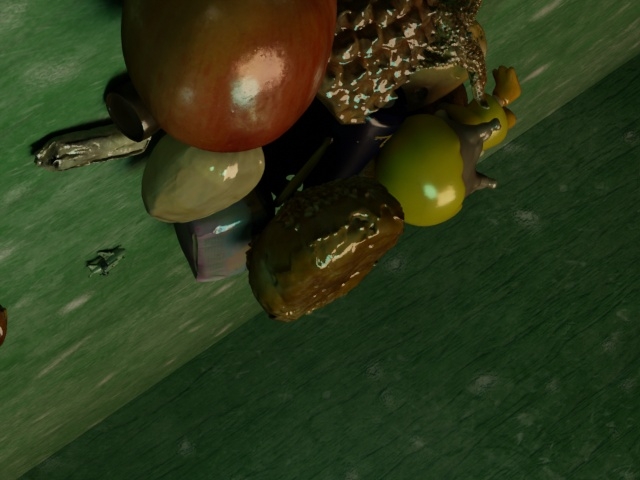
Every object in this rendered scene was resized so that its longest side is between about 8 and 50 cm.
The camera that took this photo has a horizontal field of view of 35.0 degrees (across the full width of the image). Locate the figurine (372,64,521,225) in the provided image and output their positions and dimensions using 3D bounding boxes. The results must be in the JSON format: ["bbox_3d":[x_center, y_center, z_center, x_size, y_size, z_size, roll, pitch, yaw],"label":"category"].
[{"bbox_3d":[0.243,-0.176,1.863,0.344,0.187,0.215,-43,136,-25],"label":"figurine"}]

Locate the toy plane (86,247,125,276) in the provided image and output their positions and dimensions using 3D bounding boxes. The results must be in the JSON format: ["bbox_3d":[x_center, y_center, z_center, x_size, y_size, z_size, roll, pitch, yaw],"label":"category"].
[{"bbox_3d":[-0.395,0.040,1.883,0.083,0.033,0.080,-32,155,-24],"label":"toy plane"}]

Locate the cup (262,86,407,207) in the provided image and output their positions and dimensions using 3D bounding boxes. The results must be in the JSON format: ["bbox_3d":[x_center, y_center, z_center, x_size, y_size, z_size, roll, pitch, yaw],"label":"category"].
[{"bbox_3d":[0.022,-0.160,1.764,0.178,0.255,0.256,20,136,-26],"label":"cup"}]

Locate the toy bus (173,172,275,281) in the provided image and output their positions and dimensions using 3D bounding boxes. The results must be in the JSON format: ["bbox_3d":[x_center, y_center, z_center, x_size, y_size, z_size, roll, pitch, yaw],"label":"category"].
[{"bbox_3d":[-0.187,-0.044,1.853,0.162,0.171,0.386,-19,166,-10],"label":"toy bus"}]

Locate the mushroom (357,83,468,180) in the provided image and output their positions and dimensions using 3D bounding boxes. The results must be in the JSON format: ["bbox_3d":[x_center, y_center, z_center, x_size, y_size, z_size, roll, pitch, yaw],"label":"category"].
[{"bbox_3d":[0.184,-0.212,2.080,0.239,0.345,0.345,9,157,-11],"label":"mushroom"}]

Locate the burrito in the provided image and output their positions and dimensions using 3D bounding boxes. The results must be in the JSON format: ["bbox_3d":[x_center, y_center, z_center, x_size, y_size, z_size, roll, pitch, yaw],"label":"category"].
[{"bbox_3d":[-0.307,-0.127,1.365,0.188,0.045,0.058,-21,138,-48],"label":"burrito"}]

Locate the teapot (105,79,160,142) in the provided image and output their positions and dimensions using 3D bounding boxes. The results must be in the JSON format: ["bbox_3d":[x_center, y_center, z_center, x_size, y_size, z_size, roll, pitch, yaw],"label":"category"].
[{"bbox_3d":[-0.232,-0.175,1.318,0.068,0.076,0.121,-40,-159,-31],"label":"teapot"}]

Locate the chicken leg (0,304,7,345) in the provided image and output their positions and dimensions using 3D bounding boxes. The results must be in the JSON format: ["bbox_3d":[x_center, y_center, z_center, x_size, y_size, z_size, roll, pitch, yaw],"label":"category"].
[{"bbox_3d":[-0.639,0.201,1.688,0.304,0.093,0.113,-34,-178,12],"label":"chicken leg"}]

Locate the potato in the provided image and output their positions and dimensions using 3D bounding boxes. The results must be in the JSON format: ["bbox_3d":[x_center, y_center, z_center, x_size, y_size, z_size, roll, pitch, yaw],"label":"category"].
[{"bbox_3d":[0.194,-0.325,1.854,0.234,0.150,0.146,-28,-150,17],"label":"potato"}]

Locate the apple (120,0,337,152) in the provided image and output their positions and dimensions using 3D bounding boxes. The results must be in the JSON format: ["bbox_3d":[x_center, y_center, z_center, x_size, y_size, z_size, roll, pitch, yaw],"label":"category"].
[{"bbox_3d":[-0.089,-0.227,1.082,0.242,0.242,0.241,-31,167,-27],"label":"apple"}]

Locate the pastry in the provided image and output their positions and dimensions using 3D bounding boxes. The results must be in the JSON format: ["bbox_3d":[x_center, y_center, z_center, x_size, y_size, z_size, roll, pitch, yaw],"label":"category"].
[{"bbox_3d":[0.000,0.000,1.676,0.255,0.162,0.311,-23,161,-39],"label":"pastry"}]

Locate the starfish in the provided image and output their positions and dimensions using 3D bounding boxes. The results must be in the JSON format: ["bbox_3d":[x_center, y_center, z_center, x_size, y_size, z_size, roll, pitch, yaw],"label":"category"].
[{"bbox_3d":[0.184,-0.357,1.667,0.294,0.084,0.301,-8,118,-31],"label":"starfish"}]

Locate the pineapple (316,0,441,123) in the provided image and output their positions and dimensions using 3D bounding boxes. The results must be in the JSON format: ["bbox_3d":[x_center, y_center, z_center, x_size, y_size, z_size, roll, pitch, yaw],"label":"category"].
[{"bbox_3d":[0.085,-0.335,1.299,0.357,0.223,0.223,-49,169,5],"label":"pineapple"}]

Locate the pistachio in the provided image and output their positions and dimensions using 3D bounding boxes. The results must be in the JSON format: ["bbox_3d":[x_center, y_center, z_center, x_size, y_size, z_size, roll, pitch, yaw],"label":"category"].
[{"bbox_3d":[-0.182,-0.112,1.529,0.229,0.157,0.157,-35,173,39],"label":"pistachio"}]
